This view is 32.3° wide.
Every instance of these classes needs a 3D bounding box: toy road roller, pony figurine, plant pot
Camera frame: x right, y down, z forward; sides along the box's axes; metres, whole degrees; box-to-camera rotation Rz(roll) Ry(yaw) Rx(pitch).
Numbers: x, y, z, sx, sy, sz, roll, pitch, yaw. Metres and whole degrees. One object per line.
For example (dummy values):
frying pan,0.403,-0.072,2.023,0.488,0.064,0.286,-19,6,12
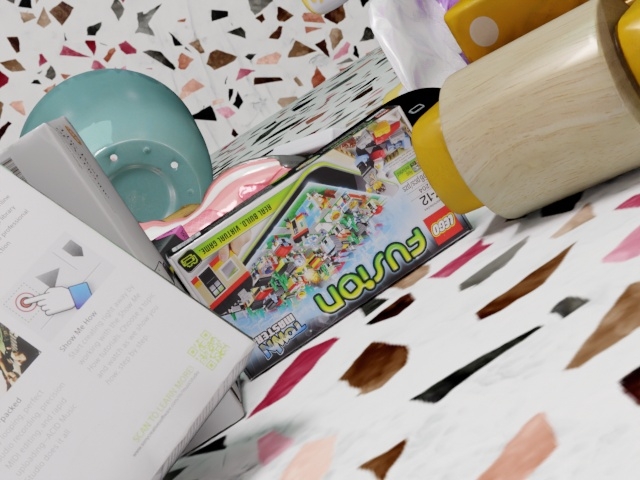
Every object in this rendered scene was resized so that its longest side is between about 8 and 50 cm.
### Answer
toy road roller,0.177,-0.190,0.832,0.202,0.241,0.329,-25,13,36
pony figurine,0.131,-0.276,1.226,0.302,0.351,0.363,-31,-10,-21
plant pot,-0.289,-0.088,1.634,0.293,0.293,0.235,-34,27,-6

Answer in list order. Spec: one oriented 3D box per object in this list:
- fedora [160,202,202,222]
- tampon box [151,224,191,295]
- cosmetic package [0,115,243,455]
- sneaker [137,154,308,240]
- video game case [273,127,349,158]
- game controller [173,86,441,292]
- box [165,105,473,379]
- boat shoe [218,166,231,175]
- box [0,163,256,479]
fedora,-0.217,0.024,1.431,0.194,0.079,0.194,-30,5,3
tampon box,-0.180,0.078,1.032,0.161,0.101,0.120,-30,12,12
cosmetic package,-0.141,0.028,0.780,0.060,0.239,0.099,-33,11,-1
sneaker,-0.114,0.026,1.149,0.313,0.116,0.136,-25,41,9
video game case,0.044,-0.093,1.155,0.143,0.019,0.157,4,-4,-23
game controller,0.022,-0.037,0.973,0.319,0.067,0.166,-36,41,-19
box,0.000,0.000,0.839,0.207,0.114,0.036,-34,11,-5
boat shoe,-0.051,-0.062,1.258,0.060,0.064,0.178,-22,-11,28
box,-0.231,0.059,0.630,0.232,0.322,0.058,-53,-4,-32
